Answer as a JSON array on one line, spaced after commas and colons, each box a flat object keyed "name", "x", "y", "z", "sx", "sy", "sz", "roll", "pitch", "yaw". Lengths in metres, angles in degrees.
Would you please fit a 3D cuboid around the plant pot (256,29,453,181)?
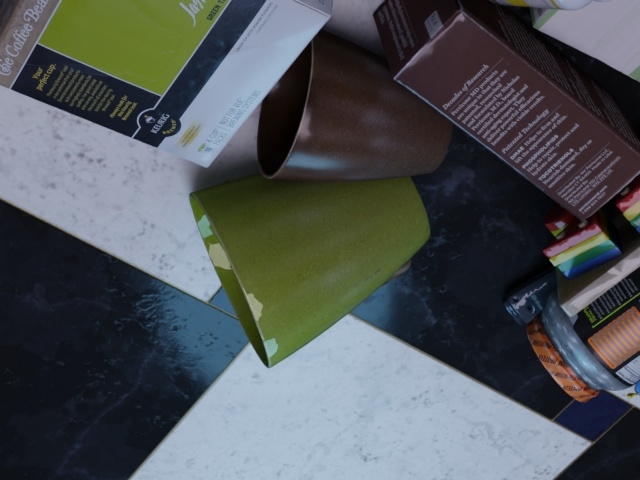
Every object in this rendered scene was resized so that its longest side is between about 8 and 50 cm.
[{"name": "plant pot", "x": 0.055, "y": -0.167, "z": 1.876, "sx": 0.230, "sy": 0.215, "sz": 0.215, "roll": 11, "pitch": 123, "yaw": -19}]

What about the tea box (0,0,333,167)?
[{"name": "tea box", "x": -0.198, "y": -0.309, "z": 1.676, "sx": 0.323, "sy": 0.220, "sz": 0.329, "roll": 21, "pitch": 139, "yaw": -22}]

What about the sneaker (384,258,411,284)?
[{"name": "sneaker", "x": 0.055, "y": 0.059, "z": 2.137, "sx": 0.188, "sy": 0.066, "sz": 0.071, "roll": -14, "pitch": 143, "yaw": 9}]

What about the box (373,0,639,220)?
[{"name": "box", "x": 0.262, "y": -0.209, "z": 1.883, "sx": 0.381, "sy": 0.191, "sz": 0.143, "roll": 35, "pitch": 114, "yaw": -27}]

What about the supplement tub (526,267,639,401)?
[{"name": "supplement tub", "x": 0.481, "y": 0.096, "z": 2.073, "sx": 0.316, "sy": 0.194, "sz": 0.193, "roll": -38, "pitch": 122, "yaw": 19}]

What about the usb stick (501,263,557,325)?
[{"name": "usb stick", "x": 0.420, "y": 0.046, "z": 2.177, "sx": 0.278, "sy": 0.045, "sz": 0.077, "roll": -32, "pitch": 124, "yaw": 15}]

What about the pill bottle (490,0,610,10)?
[{"name": "pill bottle", "x": 0.302, "y": -0.353, "z": 1.781, "sx": 0.103, "sy": 0.184, "sz": 0.103, "roll": -13, "pitch": 109, "yaw": -42}]

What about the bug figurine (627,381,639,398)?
[{"name": "bug figurine", "x": 0.605, "y": 0.153, "z": 2.263, "sx": 0.216, "sy": 0.072, "sz": 0.279, "roll": -13, "pitch": 122, "yaw": -6}]

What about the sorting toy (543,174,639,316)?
[{"name": "sorting toy", "x": 0.431, "y": -0.040, "z": 2.003, "sx": 0.255, "sy": 0.257, "sz": 0.089, "roll": -40, "pitch": 100, "yaw": 18}]

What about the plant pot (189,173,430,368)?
[{"name": "plant pot", "x": 0.000, "y": 0.000, "z": 1.978, "sx": 0.293, "sy": 0.275, "sz": 0.275, "roll": -24, "pitch": 127, "yaw": -9}]

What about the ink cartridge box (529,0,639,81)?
[{"name": "ink cartridge box", "x": 0.432, "y": -0.317, "z": 1.888, "sx": 0.235, "sy": 0.056, "sz": 0.171, "roll": 20, "pitch": 136, "yaw": -27}]
